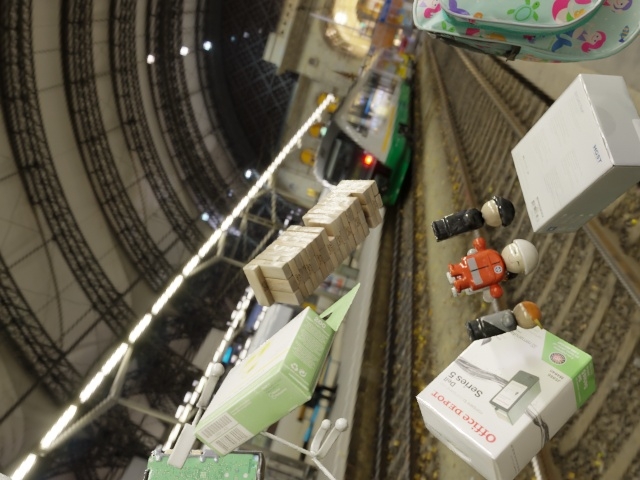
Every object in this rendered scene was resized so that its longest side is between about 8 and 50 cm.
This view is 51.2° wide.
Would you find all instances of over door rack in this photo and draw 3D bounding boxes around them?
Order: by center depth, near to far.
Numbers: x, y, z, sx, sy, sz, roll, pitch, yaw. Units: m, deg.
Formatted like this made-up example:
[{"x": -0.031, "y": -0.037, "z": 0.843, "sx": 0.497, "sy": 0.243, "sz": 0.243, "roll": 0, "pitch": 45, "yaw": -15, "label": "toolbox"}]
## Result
[{"x": -0.078, "y": 0.288, "z": 1.015, "sx": 0.324, "sy": 0.239, "sz": 0.108, "roll": -161, "pitch": 95, "yaw": -86, "label": "over door rack"}]

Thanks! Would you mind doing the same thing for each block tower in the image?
[{"x": 0.000, "y": 0.000, "z": 1.311, "sx": 0.335, "sy": 0.097, "sz": 0.091, "roll": -43, "pitch": -57, "yaw": -37, "label": "block tower"}]

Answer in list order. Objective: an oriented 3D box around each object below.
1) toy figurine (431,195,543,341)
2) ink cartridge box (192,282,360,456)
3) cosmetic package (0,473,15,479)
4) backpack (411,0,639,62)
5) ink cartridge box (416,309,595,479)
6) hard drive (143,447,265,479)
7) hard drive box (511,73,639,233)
[{"x": 0.300, "y": 0.051, "z": 1.174, "sx": 0.213, "sy": 0.148, "sz": 0.210, "roll": -98, "pitch": -13, "yaw": -56, "label": "toy figurine"}, {"x": -0.048, "y": 0.142, "z": 0.839, "sx": 0.171, "sy": 0.056, "sz": 0.235, "roll": -41, "pitch": 11, "yaw": 32, "label": "ink cartridge box"}, {"x": -0.598, "y": 0.392, "z": 0.943, "sx": 0.230, "sy": 0.453, "sz": 0.162, "roll": 31, "pitch": -111, "yaw": -52, "label": "cosmetic package"}, {"x": 0.243, "y": -0.307, "z": 0.725, "sx": 0.191, "sy": 0.253, "sz": 0.225, "roll": -64, "pitch": -11, "yaw": -75, "label": "backpack"}, {"x": 0.350, "y": 0.291, "z": 1.264, "sx": 0.273, "sy": 0.198, "sz": 0.115, "roll": -39, "pitch": -48, "yaw": -18, "label": "ink cartridge box"}, {"x": -0.235, "y": 0.566, "z": 1.256, "sx": 0.064, "sy": 0.236, "sz": 0.339, "roll": 87, "pitch": -176, "yaw": -52, "label": "hard drive"}, {"x": 0.445, "y": -0.142, "z": 1.160, "sx": 0.232, "sy": 0.089, "sz": 0.181, "roll": 120, "pitch": 146, "yaw": -61, "label": "hard drive box"}]
